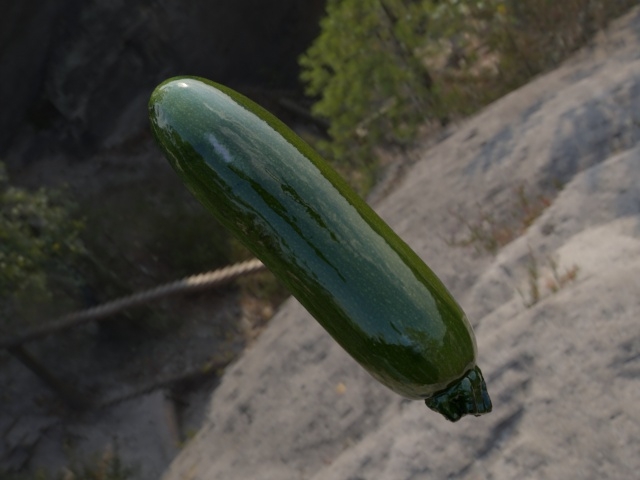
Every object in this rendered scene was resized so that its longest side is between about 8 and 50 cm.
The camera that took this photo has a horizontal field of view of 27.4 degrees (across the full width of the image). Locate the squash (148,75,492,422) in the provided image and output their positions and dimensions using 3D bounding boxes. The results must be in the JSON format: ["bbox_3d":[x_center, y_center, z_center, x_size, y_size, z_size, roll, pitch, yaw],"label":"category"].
[{"bbox_3d":[0.000,0.000,0.708,0.258,0.069,0.069,44,83,8],"label":"squash"}]
